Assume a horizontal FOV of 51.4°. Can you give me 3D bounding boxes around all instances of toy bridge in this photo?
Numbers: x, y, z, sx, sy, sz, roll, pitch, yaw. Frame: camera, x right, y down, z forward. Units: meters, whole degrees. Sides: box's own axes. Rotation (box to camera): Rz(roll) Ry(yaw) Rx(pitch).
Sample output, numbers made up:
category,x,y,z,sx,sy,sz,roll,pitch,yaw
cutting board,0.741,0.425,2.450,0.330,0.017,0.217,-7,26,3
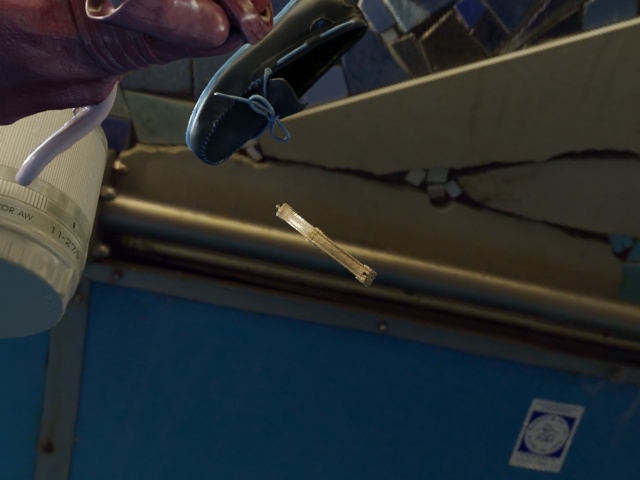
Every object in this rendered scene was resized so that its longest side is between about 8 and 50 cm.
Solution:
category,x,y,z,sx,sy,sz,roll,pitch,yaw
toy bridge,0.000,0.000,0.989,0.188,0.026,0.063,38,180,24

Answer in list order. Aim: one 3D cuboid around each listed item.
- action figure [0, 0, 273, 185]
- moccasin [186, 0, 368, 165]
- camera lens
category,x,y,z,sx,sy,sz,roll,pitch,yaw
action figure,-0.156,-0.164,0.508,0.370,0.275,0.248,-6,-144,15
moccasin,-0.069,-0.243,1.017,0.117,0.342,0.138,45,-169,21
camera lens,-0.383,-0.049,0.794,0.219,0.219,0.274,9,-127,-16
